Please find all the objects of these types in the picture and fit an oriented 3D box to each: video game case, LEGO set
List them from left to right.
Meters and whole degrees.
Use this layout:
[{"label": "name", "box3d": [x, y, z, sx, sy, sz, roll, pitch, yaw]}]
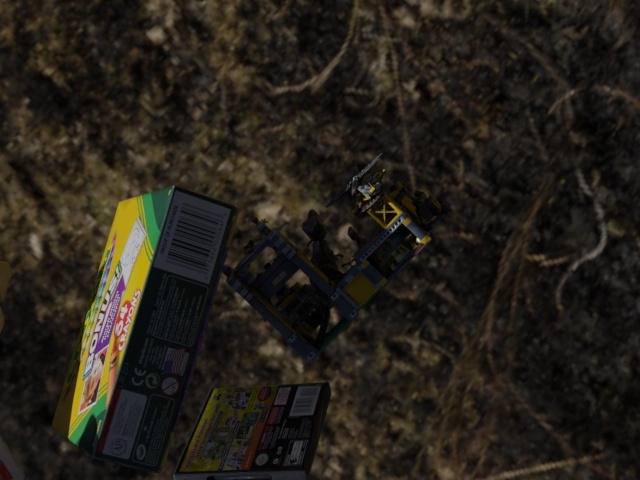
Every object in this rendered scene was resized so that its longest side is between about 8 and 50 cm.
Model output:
[{"label": "video game case", "box3d": [-0.122, 0.363, 2.059, 0.248, 0.275, 0.035, -5, 117, 13]}, {"label": "LEGO set", "box3d": [0.000, 0.000, 1.553, 0.192, 0.255, 0.331, 44, 105, -8]}]

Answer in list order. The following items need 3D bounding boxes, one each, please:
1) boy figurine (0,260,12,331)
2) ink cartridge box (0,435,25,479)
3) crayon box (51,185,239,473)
[{"label": "boy figurine", "box3d": [-0.735, 0.168, 2.289, 0.177, 0.092, 0.285, 46, 109, 27]}, {"label": "ink cartridge box", "box3d": [-0.610, 0.370, 1.584, 0.130, 0.309, 0.271, 35, 151, 38]}, {"label": "crayon box", "box3d": [-0.257, 0.118, 1.532, 0.106, 0.362, 0.313, 19, 170, -23]}]
